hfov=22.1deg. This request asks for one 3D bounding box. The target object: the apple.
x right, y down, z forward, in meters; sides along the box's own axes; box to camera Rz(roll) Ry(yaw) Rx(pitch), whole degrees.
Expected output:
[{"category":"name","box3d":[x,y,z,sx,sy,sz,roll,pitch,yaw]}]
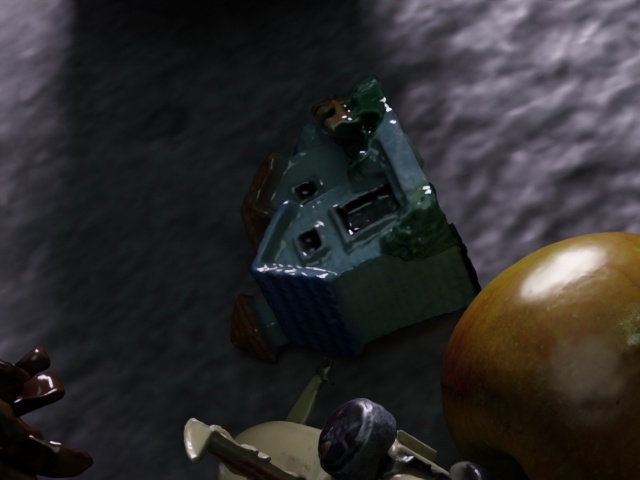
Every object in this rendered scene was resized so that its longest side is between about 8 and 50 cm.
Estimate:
[{"category":"apple","box3d":[0.146,0.076,0.823,0.147,0.146,0.163,-34,53,-16]}]

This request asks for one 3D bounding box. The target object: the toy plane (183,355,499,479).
[{"category":"toy plane","box3d":[0.016,0.130,0.805,0.104,0.242,0.256,-60,28,0]}]

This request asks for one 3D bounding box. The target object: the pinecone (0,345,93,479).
[{"category":"pinecone","box3d":[-0.255,0.156,0.825,0.244,0.244,0.309,27,51,28]}]

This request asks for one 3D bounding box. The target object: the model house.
[{"category":"model house","box3d":[0.000,0.000,0.935,0.149,0.119,0.148,-28,54,3]}]
